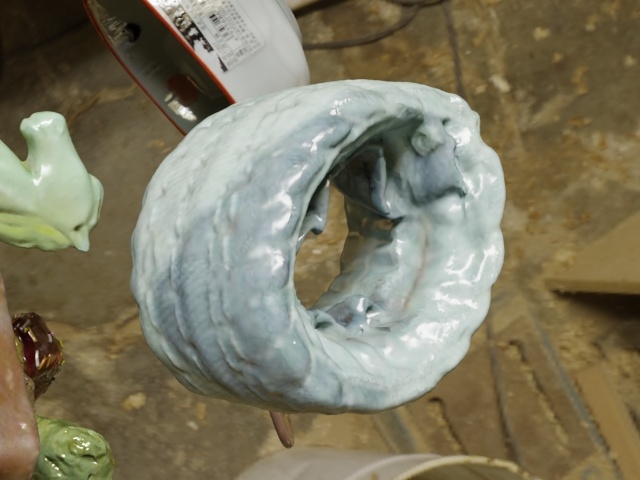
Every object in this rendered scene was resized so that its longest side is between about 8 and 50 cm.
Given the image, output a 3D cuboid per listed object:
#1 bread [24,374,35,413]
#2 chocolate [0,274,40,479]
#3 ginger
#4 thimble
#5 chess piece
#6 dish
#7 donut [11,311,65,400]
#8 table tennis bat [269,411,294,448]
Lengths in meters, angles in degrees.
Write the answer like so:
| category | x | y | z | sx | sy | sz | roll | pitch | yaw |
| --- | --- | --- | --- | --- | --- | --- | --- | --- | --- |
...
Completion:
| category | x | y | z | sx | sy | sz | roll | pitch | yaw |
| --- | --- | --- | --- | --- | --- | --- | --- | --- | --- |
| bread | -0.529 | 0.207 | 1.466 | 0.165 | 0.417 | 0.113 | -7 | 94 | -49 |
| chocolate | -0.269 | 0.095 | 0.780 | 0.093 | 0.148 | 0.214 | 15 | 40 | -41 |
| ginger | -0.258 | 0.254 | 1.174 | 0.089 | 0.290 | 0.137 | -27 | 58 | -35 |
| thimble | 0.000 | 0.000 | 0.799 | 0.250 | 0.172 | 0.205 | -51 | 119 | -29 |
| chess piece | -0.404 | -0.073 | 1.445 | 0.298 | 0.176 | 0.175 | 2 | 84 | -28 |
| dish | -0.102 | -0.189 | 1.119 | 0.117 | 0.256 | 0.256 | -43 | 102 | -15 |
| donut | -0.460 | 0.212 | 1.714 | 0.096 | 0.216 | 0.230 | 41 | 62 | 5 |
| table tennis bat | -0.105 | 0.166 | 1.317 | 0.119 | 0.107 | 0.169 | -17 | 117 | 2 |
